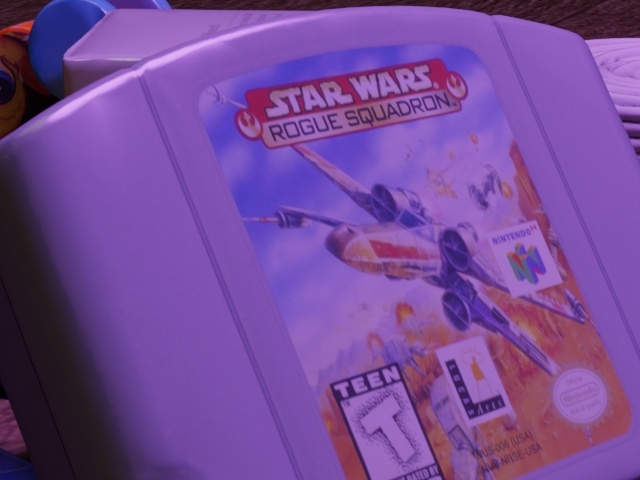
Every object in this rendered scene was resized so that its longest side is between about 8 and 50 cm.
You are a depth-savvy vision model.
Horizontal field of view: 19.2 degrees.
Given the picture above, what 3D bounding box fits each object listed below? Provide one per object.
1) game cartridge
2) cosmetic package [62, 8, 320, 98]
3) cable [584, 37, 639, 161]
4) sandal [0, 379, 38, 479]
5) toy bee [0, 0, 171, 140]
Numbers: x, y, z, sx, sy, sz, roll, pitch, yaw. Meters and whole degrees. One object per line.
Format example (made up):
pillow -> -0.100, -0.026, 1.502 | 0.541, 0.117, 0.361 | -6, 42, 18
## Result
game cartridge -> 0.021, 0.016, 0.663 | 0.297, 0.198, 0.062 | -14, -8, -43
cosmetic package -> -0.020, -0.028, 0.909 | 0.183, 0.151, 0.151 | 0, 15, 2
cable -> 0.255, -0.070, 1.199 | 0.257, 0.089, 0.257 | 2, 14, 7
sandal -> -0.081, 0.056, 0.704 | 0.317, 0.126, 0.138 | 1, 45, -17
toy bee -> -0.163, -0.102, 1.271 | 0.298, 0.162, 0.195 | 39, 25, 28
